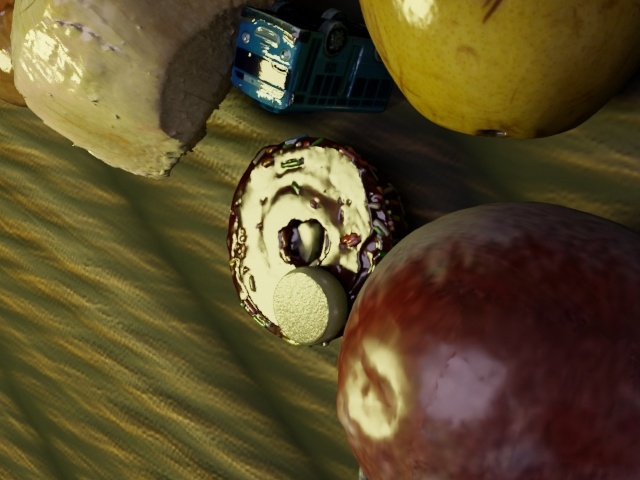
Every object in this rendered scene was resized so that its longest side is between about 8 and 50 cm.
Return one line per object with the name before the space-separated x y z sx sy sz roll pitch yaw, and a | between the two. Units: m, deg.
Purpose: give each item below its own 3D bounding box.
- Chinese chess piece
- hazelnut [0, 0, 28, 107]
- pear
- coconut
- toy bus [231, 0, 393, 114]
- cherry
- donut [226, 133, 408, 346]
Chinese chess piece | -0.011 0.068 1.028 0.084 0.034 0.084 6 100 38
hazelnut | -0.357 -0.271 1.303 0.214 0.176 0.214 -14 51 17
pear | 0.162 -0.224 0.848 0.281 0.281 0.280 2 94 37
coconut | -0.199 -0.240 1.072 0.255 0.297 0.297 30 115 -7
toy bus | -0.003 -0.185 1.023 0.090 0.185 0.106 32 113 32
cherry | 0.183 0.112 0.829 0.335 0.326 0.291 -3 92 4
donut | 0.000 0.000 1.090 0.235 0.089 0.235 2 93 38
